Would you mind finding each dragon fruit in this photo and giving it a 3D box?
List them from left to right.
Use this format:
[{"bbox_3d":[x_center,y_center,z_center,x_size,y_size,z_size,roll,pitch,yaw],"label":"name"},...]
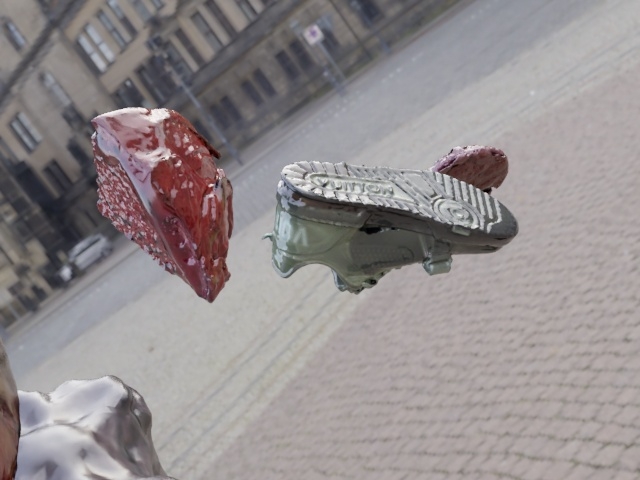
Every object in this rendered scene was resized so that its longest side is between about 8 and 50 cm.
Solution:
[{"bbox_3d":[-0.246,-0.040,1.656,0.240,0.330,0.302,-36,-13,33],"label":"dragon fruit"}]

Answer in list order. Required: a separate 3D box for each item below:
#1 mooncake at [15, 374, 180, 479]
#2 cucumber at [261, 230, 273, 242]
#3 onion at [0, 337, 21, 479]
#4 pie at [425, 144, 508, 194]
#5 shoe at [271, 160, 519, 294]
[{"bbox_3d":[-0.314,0.325,1.138,0.351,0.212,0.381,-20,31,-27],"label":"mooncake"},{"bbox_3d":[0.000,0.000,1.287,0.155,0.037,0.037,6,-4,-16],"label":"cucumber"},{"bbox_3d":[-0.420,0.147,0.851,0.286,0.347,0.347,-14,8,-1],"label":"onion"},{"bbox_3d":[0.221,-0.097,1.509,0.154,0.038,0.153,-17,-34,-12],"label":"pie"},{"bbox_3d":[0.076,0.000,1.139,0.109,0.293,0.149,-106,31,-52],"label":"shoe"}]
